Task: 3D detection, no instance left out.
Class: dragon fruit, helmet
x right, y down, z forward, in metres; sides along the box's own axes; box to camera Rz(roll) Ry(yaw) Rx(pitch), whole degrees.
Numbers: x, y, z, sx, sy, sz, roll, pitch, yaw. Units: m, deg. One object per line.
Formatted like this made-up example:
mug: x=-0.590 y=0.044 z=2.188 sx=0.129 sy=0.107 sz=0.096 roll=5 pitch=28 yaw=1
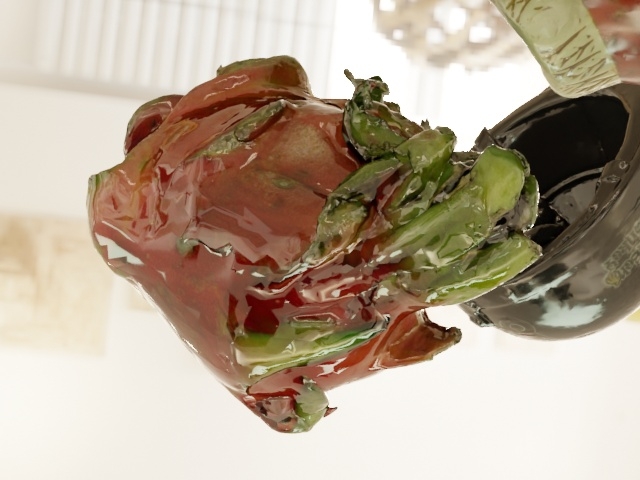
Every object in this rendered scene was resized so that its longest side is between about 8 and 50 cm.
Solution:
dragon fruit: x=0.001 y=-0.021 z=0.945 sx=0.198 sy=0.200 sz=0.269 roll=15 pitch=143 yaw=-40
helmet: x=0.231 y=-0.020 z=1.559 sx=0.160 sy=0.279 sz=0.230 roll=49 pitch=167 yaw=-26

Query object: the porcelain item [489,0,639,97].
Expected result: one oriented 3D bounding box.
porcelain item: x=0.194 y=-0.175 z=0.905 sx=0.253 sy=0.253 sz=0.253 roll=6 pitch=178 yaw=0
